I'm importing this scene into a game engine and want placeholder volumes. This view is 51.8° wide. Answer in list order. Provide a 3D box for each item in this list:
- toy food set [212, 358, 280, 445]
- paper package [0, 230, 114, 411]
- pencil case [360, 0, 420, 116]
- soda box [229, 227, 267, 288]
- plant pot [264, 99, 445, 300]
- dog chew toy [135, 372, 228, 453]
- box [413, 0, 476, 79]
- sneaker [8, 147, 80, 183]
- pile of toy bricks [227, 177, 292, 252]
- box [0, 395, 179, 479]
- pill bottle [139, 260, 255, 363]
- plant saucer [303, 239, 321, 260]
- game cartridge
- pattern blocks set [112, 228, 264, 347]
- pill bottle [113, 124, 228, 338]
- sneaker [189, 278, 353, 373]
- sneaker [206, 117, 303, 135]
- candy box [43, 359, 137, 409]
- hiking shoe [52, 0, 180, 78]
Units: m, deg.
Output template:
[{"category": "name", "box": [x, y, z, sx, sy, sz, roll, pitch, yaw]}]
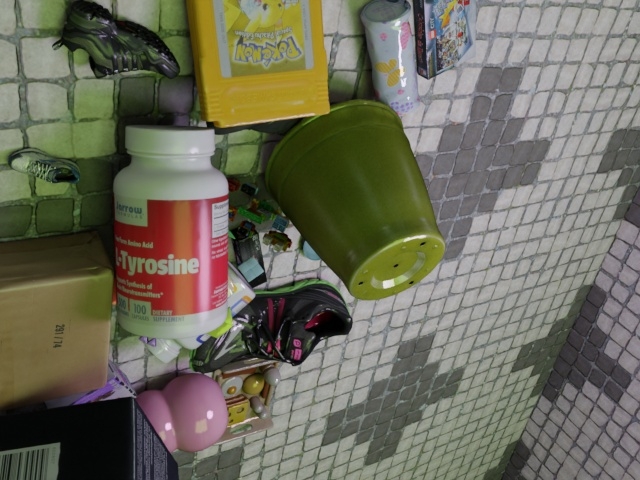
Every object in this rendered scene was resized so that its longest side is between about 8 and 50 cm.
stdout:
[{"category": "toy food set", "box": [-0.211, 0.469, 1.952, 0.219, 0.092, 0.306, -8, 126, -33]}, {"category": "paper package", "box": [-0.603, 0.168, 1.365, 0.309, 0.168, 0.325, -8, 127, -32]}, {"category": "pencil case", "box": [0.167, -0.425, 1.538, 0.113, 0.124, 0.273, -3, 134, 13]}, {"category": "soda box", "box": [-0.182, 0.042, 1.673, 0.060, 0.053, 0.169, -24, 133, -20]}, {"category": "plant pot", "box": [0.102, -0.065, 1.517, 0.366, 0.353, 0.366, -19, 148, -12]}, {"category": "dog chew toy", "box": [-0.417, 0.475, 1.734, 0.331, 0.207, 0.207, -13, 129, -19]}, {"category": "box", "box": [0.306, -0.531, 1.610, 0.159, 0.044, 0.233, -28, 135, -17]}, {"category": "sneaker", "box": [-0.525, -0.139, 1.266, 0.135, 0.058, 0.052, 7, 117, -40]}, {"category": "pile of toy bricks", "box": [-0.145, -0.070, 1.549, 0.118, 0.212, 0.105, -65, 170, 22]}, {"category": "box", "box": [-0.583, 0.588, 1.428, 0.479, 0.298, 0.472, -7, 144, -5]}, {"category": "pill bottle", "box": [-0.305, 0.166, 1.603, 0.272, 0.152, 0.152, -41, 137, -4]}, {"category": "plant saucer", "box": [0.000, 0.000, 1.803, 0.119, 0.021, 0.119, -20, 131, -24]}, {"category": "game cartridge", "box": [-0.117, -0.398, 1.305, 0.285, 0.052, 0.324, -14, 107, -29]}, {"category": "pattern blocks set", "box": [-0.307, 0.102, 1.509, 0.285, 0.026, 0.325, 45, 87, -7]}, {"category": "pill bottle", "box": [-0.303, -0.026, 1.345, 0.229, 0.229, 0.408, -7, 105, -34]}, {"category": "sneaker", "box": [-0.121, 0.239, 1.762, 0.482, 0.202, 0.185, -19, 131, -26]}, {"category": "sneaker", "box": [-0.112, -0.278, 1.449, 0.286, 0.109, 0.130, -23, 141, -18]}, {"category": "candy box", "box": [-0.551, 0.371, 1.586, 0.164, 0.070, 0.196, -32, 158, -14]}, {"category": "hiking shoe", "box": [-0.372, -0.347, 1.220, 0.226, 0.086, 0.114, 23, 120, -39]}]
